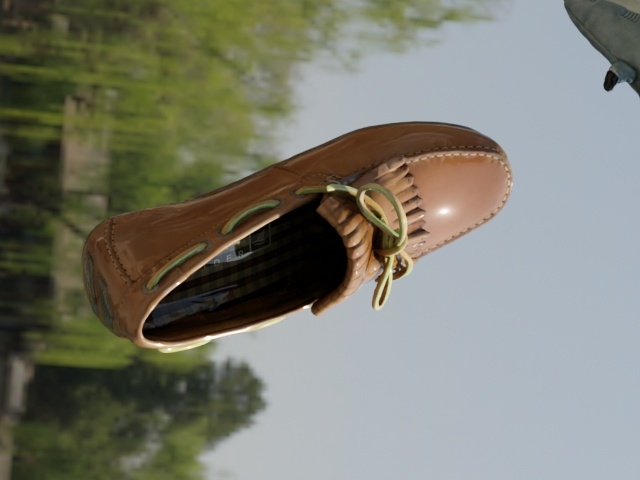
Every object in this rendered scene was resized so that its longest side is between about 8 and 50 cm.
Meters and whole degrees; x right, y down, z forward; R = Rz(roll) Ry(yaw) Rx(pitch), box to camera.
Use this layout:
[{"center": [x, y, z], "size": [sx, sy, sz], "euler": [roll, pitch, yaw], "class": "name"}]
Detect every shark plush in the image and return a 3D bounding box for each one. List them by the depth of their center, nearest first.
[{"center": [0.217, -0.107, 1.075], "size": [0.073, 0.067, 0.161], "euler": [126, -40, -56], "class": "shark plush"}]

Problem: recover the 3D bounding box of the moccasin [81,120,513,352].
[{"center": [0.000, -0.003, 1.278], "size": [0.147, 0.380, 0.139], "euler": [41, -45, 48], "class": "moccasin"}]
